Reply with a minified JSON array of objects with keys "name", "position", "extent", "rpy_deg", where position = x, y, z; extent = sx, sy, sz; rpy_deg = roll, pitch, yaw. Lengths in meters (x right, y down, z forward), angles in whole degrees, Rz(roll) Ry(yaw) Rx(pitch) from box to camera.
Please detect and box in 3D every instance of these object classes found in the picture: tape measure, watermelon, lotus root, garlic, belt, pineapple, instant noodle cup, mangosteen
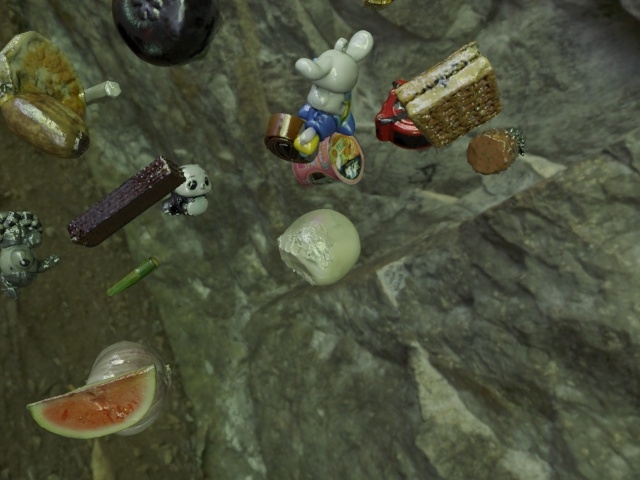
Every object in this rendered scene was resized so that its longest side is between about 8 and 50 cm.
[{"name":"tape measure","position":[0.327,-0.438,1.966],"extent":[0.260,0.253,0.114],"rpy_deg":[19,-28,21]},{"name":"watermelon","position":[-0.540,0.383,1.404],"extent":[0.128,0.303,0.159],"rpy_deg":[-119,-165,-57]},{"name":"lotus root","position":[-0.706,-0.301,1.424],"extent":[0.260,0.128,0.145],"rpy_deg":[30,20,0]},{"name":"garlic","position":[-0.607,0.467,1.803],"extent":[0.317,0.259,0.318],"rpy_deg":[44,-39,50]},{"name":"belt","position":[-0.098,-0.351,1.985],"extent":[0.261,0.184,0.105],"rpy_deg":[65,37,-76]},{"name":"pineapple","position":[0.593,-0.314,1.852],"extent":[0.157,0.278,0.158],"rpy_deg":[18,-58,31]},{"name":"instant noodle cup","position":[0.020,-0.328,2.377],"extent":[0.255,0.244,0.244],"rpy_deg":[-11,-73,41]},{"name":"mangosteen","position":[-0.408,-0.626,1.530],"extent":[0.300,0.300,0.300],"rpy_deg":[62,-9,18]}]

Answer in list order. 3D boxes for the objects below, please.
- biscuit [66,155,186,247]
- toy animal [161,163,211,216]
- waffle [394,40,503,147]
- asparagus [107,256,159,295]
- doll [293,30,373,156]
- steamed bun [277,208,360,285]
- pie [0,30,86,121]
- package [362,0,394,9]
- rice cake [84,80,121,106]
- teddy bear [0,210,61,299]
[{"name":"biscuit","position":[-0.594,-0.114,1.716],"extent":[0.073,0.388,0.107],"rpy_deg":[56,6,15]},{"name":"toy animal","position":[-0.475,-0.181,2.021],"extent":[0.138,0.166,0.179],"rpy_deg":[29,-65,21]},{"name":"waffle","position":[0.321,-0.335,1.358],"extent":[0.091,0.212,0.308],"rpy_deg":[65,17,14]},{"name":"asparagus","position":[-0.574,0.115,1.720],"extent":[0.041,0.178,0.045],"rpy_deg":[54,4,2]},{"name":"doll","position":[0.020,-0.464,1.785],"extent":[0.187,0.376,0.366],"rpy_deg":[42,-43,31]},{"name":"steamed bun","position":[0.000,0.000,2.340],"extent":[0.333,0.312,0.233],"rpy_deg":[29,-28,25]},{"name":"pie","position":[-0.805,-0.428,1.640],"extent":[0.339,0.077,0.339],"rpy_deg":[-5,90,-71]},{"name":"package","position":[0.224,-0.886,2.081],"extent":[0.071,0.131,0.047],"rpy_deg":[-177,-95,-70]},{"name":"rice cake","position":[-0.726,-0.476,1.840],"extent":[0.256,0.057,0.052],"rpy_deg":[4,-23,48]},{"name":"teddy bear","position":[-0.837,0.026,1.595],"extent":[0.144,0.171,0.251],"rpy_deg":[-16,-85,51]}]
